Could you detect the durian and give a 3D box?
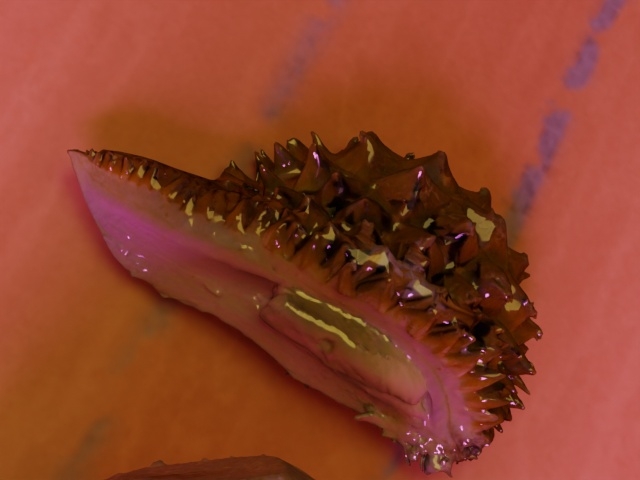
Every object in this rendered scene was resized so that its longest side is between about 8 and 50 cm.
[{"bbox_3d":[0.003,0.002,0.821,0.224,0.078,0.140,22,64,-14],"label":"durian"}]

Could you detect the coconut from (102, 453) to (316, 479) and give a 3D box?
[{"bbox_3d":[-0.047,0.177,0.659,0.237,0.237,0.197,-24,86,-27],"label":"coconut"}]
